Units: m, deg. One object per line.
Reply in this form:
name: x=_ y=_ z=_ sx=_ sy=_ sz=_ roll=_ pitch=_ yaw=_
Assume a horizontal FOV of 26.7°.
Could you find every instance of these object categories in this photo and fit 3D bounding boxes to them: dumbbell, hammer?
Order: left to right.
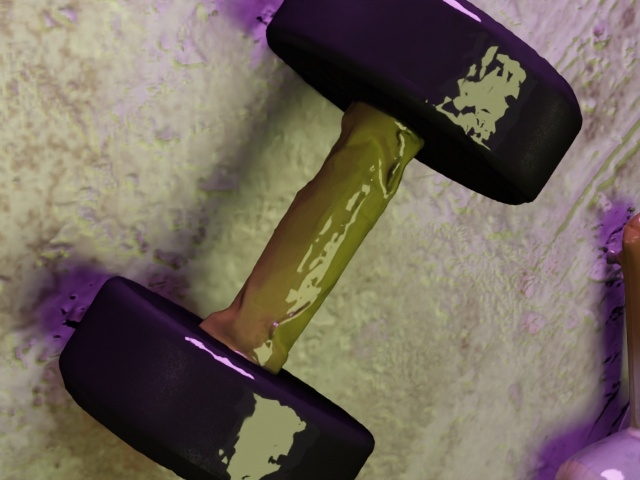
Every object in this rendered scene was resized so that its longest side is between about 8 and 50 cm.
dumbbell: x=0.000 y=0.000 z=0.857 sx=0.204 sy=0.204 sz=0.322 roll=34 pitch=88 yaw=-37
hammer: x=0.284 y=0.120 z=1.153 sx=0.202 sy=0.113 sz=0.305 roll=-20 pitch=111 yaw=-27

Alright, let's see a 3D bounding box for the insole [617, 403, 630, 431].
insole: x=0.286 y=0.222 z=1.252 sx=0.065 sy=0.004 sz=0.197 roll=1 pitch=107 yaw=-34
